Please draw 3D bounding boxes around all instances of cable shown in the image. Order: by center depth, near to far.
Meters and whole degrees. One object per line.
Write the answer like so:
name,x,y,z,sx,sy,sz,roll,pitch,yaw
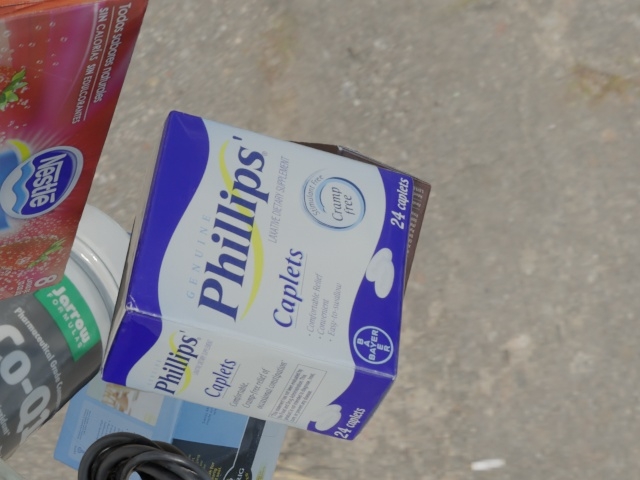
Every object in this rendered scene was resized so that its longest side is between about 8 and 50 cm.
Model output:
cable,-0.085,0.188,0.782,0.047,0.185,0.150,-15,44,-30

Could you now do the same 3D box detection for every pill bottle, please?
pill bottle,-0.359,0.116,1.577,0.204,0.204,0.361,53,47,-10

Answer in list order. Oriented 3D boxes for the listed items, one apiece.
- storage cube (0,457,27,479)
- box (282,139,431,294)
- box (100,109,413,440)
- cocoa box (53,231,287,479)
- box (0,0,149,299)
storage cube,-0.338,0.275,1.159,0.215,0.183,0.193,37,107,13
box,0.000,0.000,1.716,0.167,0.168,0.203,20,82,-43
box,-0.030,0.018,0.738,0.137,0.072,0.126,14,54,-10
cocoa box,-0.184,0.191,2.050,0.228,0.231,0.347,17,89,-48
box,-0.171,-0.072,0.624,0.122,0.257,0.128,-16,69,-25
